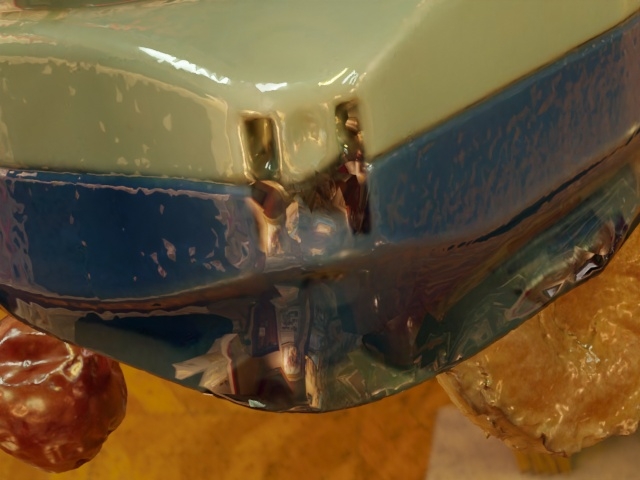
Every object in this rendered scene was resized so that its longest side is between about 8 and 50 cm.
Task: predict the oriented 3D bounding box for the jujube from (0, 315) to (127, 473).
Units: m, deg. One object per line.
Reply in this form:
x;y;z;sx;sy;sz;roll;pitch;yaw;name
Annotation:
-0.276;0.162;1.772;0.168;0.236;0.168;-1;68;2;jujube

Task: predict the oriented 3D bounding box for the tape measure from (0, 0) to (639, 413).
-0.019;-0.066;0.661;0.262;0.138;0.259;14;26;32;tape measure

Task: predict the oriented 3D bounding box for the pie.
0.236;0.046;1.632;0.339;0.339;0.083;-44;23;-16;pie
